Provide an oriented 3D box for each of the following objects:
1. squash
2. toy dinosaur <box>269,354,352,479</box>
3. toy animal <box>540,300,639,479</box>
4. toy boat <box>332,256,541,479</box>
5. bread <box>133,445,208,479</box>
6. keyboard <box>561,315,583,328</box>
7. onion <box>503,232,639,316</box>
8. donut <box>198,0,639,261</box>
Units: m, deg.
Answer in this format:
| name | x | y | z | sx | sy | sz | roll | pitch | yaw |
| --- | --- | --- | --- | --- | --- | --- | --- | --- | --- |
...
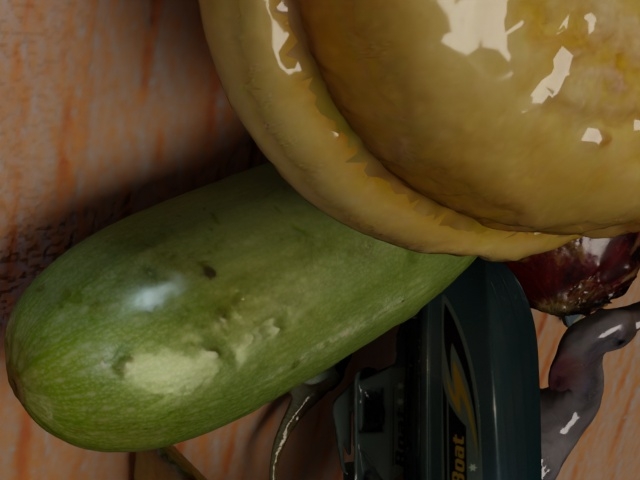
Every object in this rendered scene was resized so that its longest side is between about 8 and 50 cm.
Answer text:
| name | x | y | z | sx | sy | sz | roll | pitch | yaw |
| --- | --- | --- | --- | --- | --- | --- | --- | --- | --- |
| squash | 0.003 | 0.007 | 0.778 | 0.371 | 0.118 | 0.118 | -24 | 130 | -30 |
| toy dinosaur | -0.004 | 0.074 | 0.871 | 0.058 | 0.037 | 0.180 | 27 | 98 | -42 |
| toy animal | 0.123 | 0.139 | 0.969 | 0.195 | 0.090 | 0.324 | -8 | 136 | -27 |
| toy boat | 0.073 | 0.133 | 0.857 | 0.114 | 0.122 | 0.296 | 34 | 52 | -72 |
| bread | -0.066 | 0.256 | 0.854 | 0.163 | 0.168 | 0.264 | -44 | 133 | -8 |
| keyboard | 0.232 | -0.010 | 1.027 | 0.176 | 0.014 | 0.055 | -40 | 136 | -12 |
| onion | 0.156 | 0.001 | 0.920 | 0.107 | 0.097 | 0.107 | -10 | 147 | -6 |
| donut | 0.120 | -0.201 | 0.662 | 0.449 | 0.198 | 0.448 | -15 | 119 | -29 |
